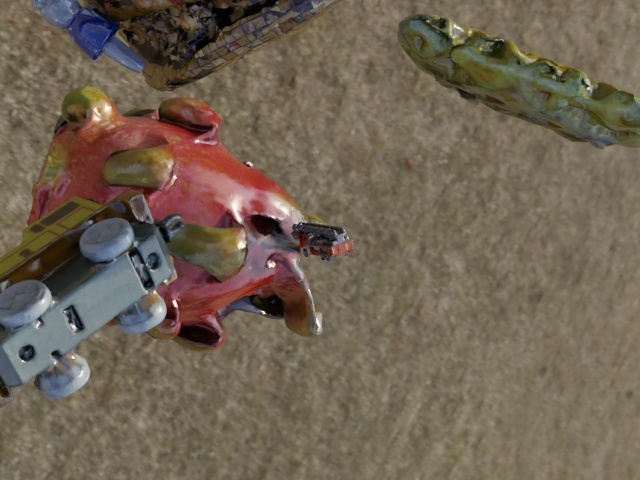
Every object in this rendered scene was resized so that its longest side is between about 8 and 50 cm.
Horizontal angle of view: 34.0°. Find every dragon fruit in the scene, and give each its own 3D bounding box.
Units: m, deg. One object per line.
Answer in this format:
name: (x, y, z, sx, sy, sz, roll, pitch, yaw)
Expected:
dragon fruit: (-0.138, -0.011, 1.020, 0.307, 0.243, 0.228, 36, 73, -58)

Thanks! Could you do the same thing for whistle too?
whistle: (-0.147, -0.136, 0.669, 0.029, 0.083, 0.033, -49, -169, 29)

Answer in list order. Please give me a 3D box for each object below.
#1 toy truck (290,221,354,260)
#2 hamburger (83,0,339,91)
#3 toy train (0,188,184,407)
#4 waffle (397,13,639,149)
toy truck: (0.000, 0.000, 0.938, 0.024, 0.083, 0.032, -20, 102, -24)
hamburger: (-0.060, -0.207, 0.719, 0.231, 0.231, 0.107, -47, 125, -18)
toy train: (-0.202, 0.038, 0.803, 0.219, 0.127, 0.089, -39, 127, -29)
waffle: (0.161, -0.120, 0.821, 0.054, 0.223, 0.204, -68, 167, 13)
